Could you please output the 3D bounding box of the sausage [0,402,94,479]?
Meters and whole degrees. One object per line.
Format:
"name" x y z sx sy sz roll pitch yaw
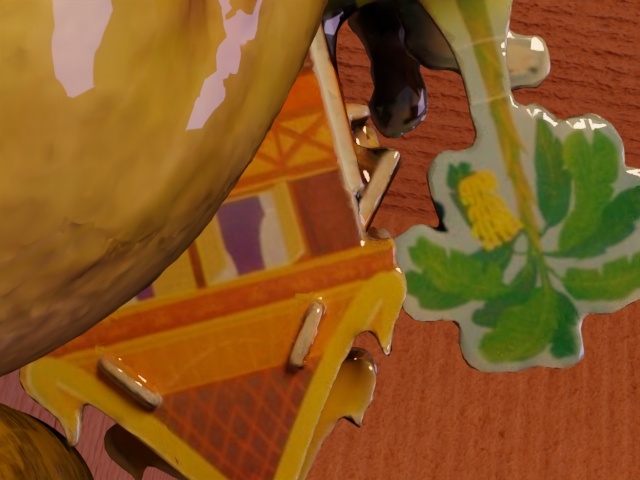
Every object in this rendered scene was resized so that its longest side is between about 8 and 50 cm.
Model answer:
"sausage" -0.179 0.136 0.868 0.347 0.123 0.123 83 15 -81

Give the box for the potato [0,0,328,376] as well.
"potato" -0.073 -0.091 0.484 0.280 0.213 0.330 -122 -146 -54

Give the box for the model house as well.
"model house" 0.000 0.000 1.001 0.242 0.358 0.312 -99 173 -87
